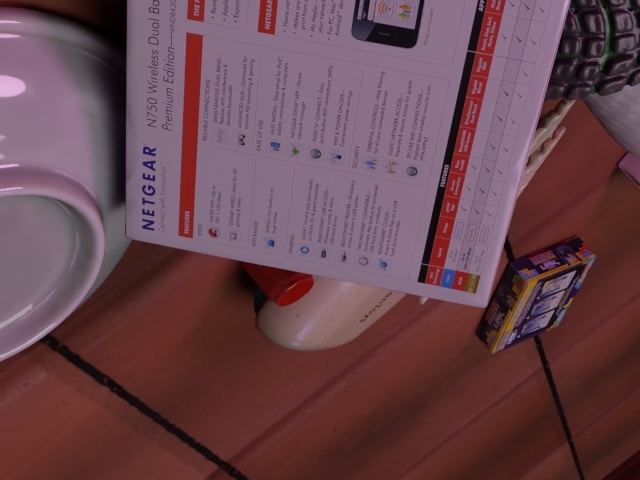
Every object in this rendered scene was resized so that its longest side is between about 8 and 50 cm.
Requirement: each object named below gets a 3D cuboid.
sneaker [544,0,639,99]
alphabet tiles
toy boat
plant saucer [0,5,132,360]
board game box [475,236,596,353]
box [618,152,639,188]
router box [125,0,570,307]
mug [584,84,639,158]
[{"bbox_3d":[0.134,-0.205,0.906,0.146,0.344,0.134,-66,157,-50],"label":"sneaker"},{"bbox_3d":[0.211,-0.049,1.332,0.278,0.021,0.284,-59,169,31],"label":"alphabet tiles"},{"bbox_3d":[0.000,0.000,1.194,0.267,0.148,0.318,-44,157,19],"label":"toy boat"},{"bbox_3d":[-0.288,0.005,0.910,0.401,0.100,0.400,-27,148,-18],"label":"plant saucer"},{"bbox_3d":[0.322,0.083,1.720,0.141,0.048,0.170,-17,144,-29],"label":"board game box"},{"bbox_3d":[0.560,-0.107,1.637,0.232,0.127,0.148,8,127,-51],"label":"box"},{"bbox_3d":[0.012,-0.125,0.844,0.301,0.082,0.335,12,129,3],"label":"router box"},{"bbox_3d":[0.367,-0.276,1.037,0.374,0.276,0.328,-32,145,18],"label":"mug"}]
